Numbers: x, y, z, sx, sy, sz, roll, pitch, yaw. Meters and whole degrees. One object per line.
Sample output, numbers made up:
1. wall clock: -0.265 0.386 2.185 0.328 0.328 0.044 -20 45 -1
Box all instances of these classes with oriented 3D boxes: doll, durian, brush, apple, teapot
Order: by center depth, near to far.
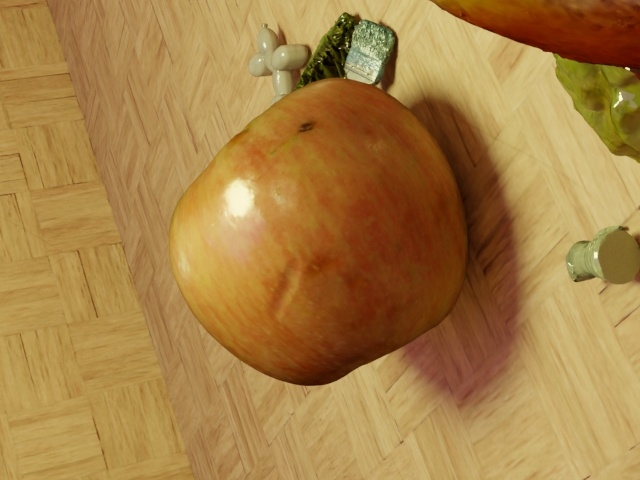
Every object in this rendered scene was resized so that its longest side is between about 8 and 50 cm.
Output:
1. teapot: 0.296 0.016 1.267 0.067 0.057 0.083 -65 15 -13
2. apple: 0.000 0.000 1.543 0.346 0.391 0.391 53 156 -5
3. brush: 0.047 -0.209 1.673 0.070 0.021 0.196 30 107 31
4. durian: 0.016 -0.156 1.812 0.198 0.163 0.394 -63 -17 -60
5. doll: -0.068 -0.274 1.960 0.160 0.059 0.161 20 118 62

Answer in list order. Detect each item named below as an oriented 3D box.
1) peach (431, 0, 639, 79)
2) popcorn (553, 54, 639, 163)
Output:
1. peach: 0.204 -0.271 0.720 0.416 0.353 0.339 15 92 22
2. popcorn: 0.309 -0.164 0.973 0.259 0.259 0.212 150 132 -66
